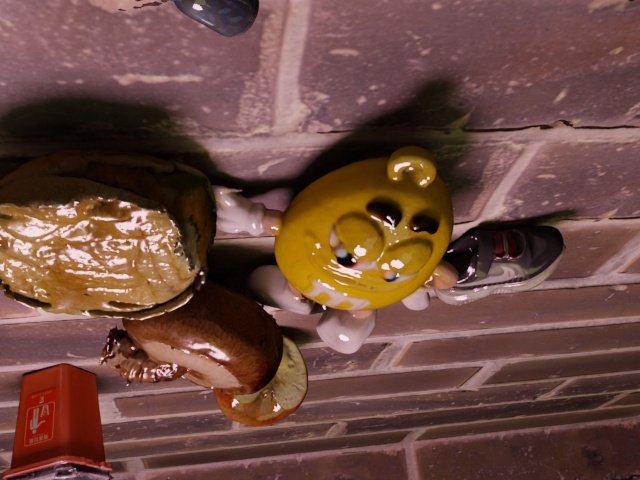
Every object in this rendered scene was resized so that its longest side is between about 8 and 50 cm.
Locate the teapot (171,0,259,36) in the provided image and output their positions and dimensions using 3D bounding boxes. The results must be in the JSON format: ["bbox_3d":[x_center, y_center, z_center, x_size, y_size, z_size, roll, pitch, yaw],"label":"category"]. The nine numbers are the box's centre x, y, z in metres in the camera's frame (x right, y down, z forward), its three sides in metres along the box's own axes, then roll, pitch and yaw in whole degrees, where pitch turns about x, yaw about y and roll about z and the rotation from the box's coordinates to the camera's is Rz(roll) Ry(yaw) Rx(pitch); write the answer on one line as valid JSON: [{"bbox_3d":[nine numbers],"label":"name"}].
[{"bbox_3d":[-0.097,-0.209,0.587,0.083,0.063,0.049,20,110,-39],"label":"teapot"}]

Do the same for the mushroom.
[{"bbox_3d":[-0.195,0.149,1.102,0.278,0.163,0.297,6,157,-5],"label":"mushroom"}]

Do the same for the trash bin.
[{"bbox_3d":[-0.517,0.385,1.416,0.161,0.239,0.184,-18,150,13],"label":"trash bin"}]

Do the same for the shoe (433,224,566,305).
[{"bbox_3d":[0.262,0.029,1.104,0.227,0.099,0.112,-25,142,31],"label":"shoe"}]

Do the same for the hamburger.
[{"bbox_3d":[-0.259,-0.009,0.834,0.265,0.134,0.285,11,143,-21],"label":"hamburger"}]

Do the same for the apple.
[{"bbox_3d":[-0.121,0.274,1.382,0.195,0.173,0.160,10,146,-25],"label":"apple"}]

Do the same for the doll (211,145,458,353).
[{"bbox_3d":[0.015,0.020,0.954,0.348,0.161,0.423,2,149,18],"label":"doll"}]
